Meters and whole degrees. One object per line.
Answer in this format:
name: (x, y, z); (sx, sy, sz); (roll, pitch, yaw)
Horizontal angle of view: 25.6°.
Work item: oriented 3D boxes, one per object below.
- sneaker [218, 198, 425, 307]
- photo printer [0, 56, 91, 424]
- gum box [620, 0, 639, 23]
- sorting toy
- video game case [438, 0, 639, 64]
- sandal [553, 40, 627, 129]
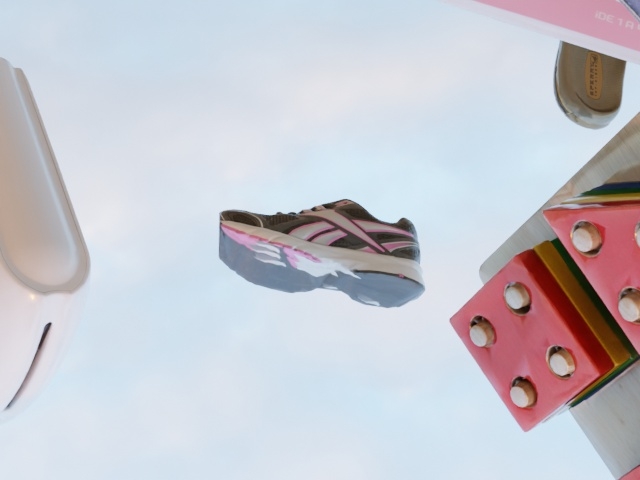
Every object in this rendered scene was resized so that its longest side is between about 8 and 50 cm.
sneaker: (0.000, 0.000, 1.159); (0.178, 0.072, 0.077); (15, -124, -14)
photo printer: (-0.327, 0.012, 1.376); (0.107, 0.256, 0.307); (-2, -126, -35)
gum box: (0.058, -0.141, 0.402); (0.041, 0.157, 0.184); (-40, -157, 21)
sorting toy: (0.211, 0.068, 0.835); (0.089, 0.255, 0.257); (-22, -108, -37)
video game case: (0.137, -0.166, 0.526); (0.204, 0.285, 0.025); (20, -120, 12)
sandal: (0.210, -0.173, 1.074); (0.072, 0.049, 0.180); (8, -111, -17)
